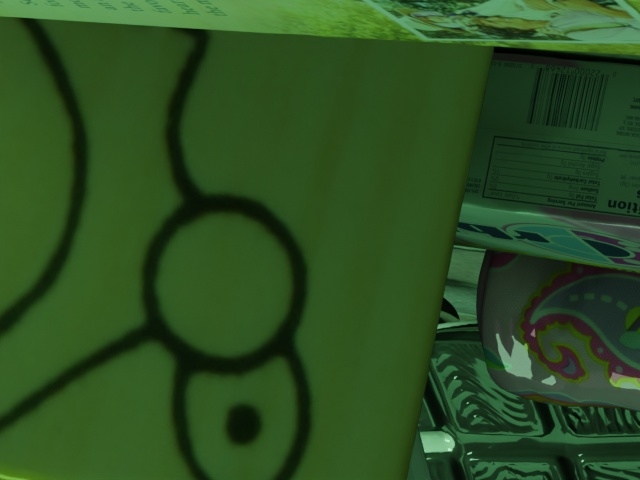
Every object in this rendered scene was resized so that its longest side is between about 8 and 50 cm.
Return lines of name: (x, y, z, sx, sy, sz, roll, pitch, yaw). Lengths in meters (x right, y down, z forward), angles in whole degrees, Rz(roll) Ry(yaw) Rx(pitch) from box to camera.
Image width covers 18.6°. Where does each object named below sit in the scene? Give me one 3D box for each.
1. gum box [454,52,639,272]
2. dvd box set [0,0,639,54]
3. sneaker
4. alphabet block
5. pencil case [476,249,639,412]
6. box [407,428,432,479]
gum box: (0.115, -0.026, 0.761, 0.188, 0.062, 0.107, 9, 172, 27)
dvd box set: (-0.042, -0.106, 0.359, 0.420, 0.062, 0.307, 6, 170, 22)
sneaker: (0.086, 0.081, 1.298, 0.447, 0.169, 0.257, -7, -156, 30)
alphabet block: (-0.074, -0.011, 0.672, 0.192, 0.197, 0.193, 16, 172, -21)
pencil case: (0.214, 0.032, 0.851, 0.284, 0.124, 0.124, 8, 171, 22)
box: (-0.094, 0.072, 0.855, 0.262, 0.231, 0.127, -14, 171, 1)
